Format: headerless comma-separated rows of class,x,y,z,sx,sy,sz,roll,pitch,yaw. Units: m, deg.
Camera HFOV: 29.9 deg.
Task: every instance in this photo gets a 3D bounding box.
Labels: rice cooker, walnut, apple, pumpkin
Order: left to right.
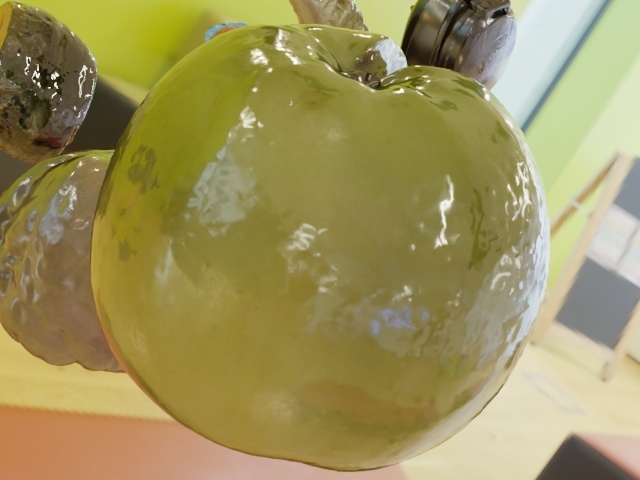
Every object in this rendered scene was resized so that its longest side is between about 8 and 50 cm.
pumpkin,-0.408,-0.186,1.557,0.139,0.190,0.280,24,-25,-31
walnut,-0.225,0.017,1.252,0.248,0.248,0.248,31,14,-8
apple,0.000,0.000,0.767,0.292,0.254,0.292,11,23,-5
rice cooker,0.147,-0.211,1.314,0.106,0.165,0.112,34,42,32

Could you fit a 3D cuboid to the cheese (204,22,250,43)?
cheese,-0.105,-0.243,1.859,0.256,0.106,0.037,56,10,23

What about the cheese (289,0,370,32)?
cheese,0.014,-0.228,1.263,0.043,0.065,0.194,47,-8,39
